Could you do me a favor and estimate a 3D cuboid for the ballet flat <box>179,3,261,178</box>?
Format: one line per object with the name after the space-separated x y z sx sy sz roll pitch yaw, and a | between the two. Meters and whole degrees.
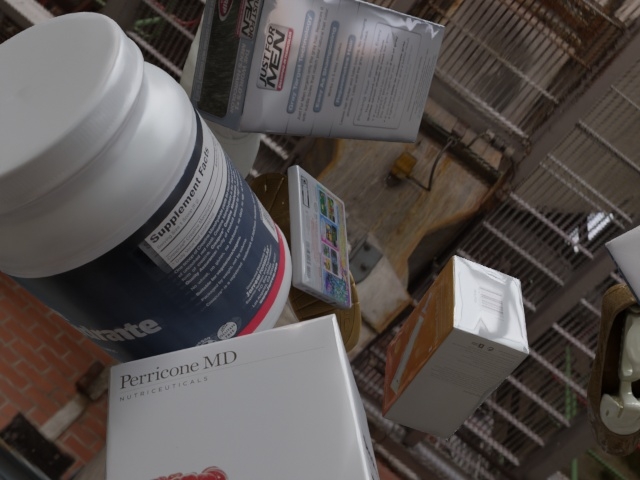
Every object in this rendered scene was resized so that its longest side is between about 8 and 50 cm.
-0.125 -0.276 1.028 0.139 0.139 0.401 5 -99 18 | ballet flat

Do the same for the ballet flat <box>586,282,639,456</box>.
0.571 0.253 1.288 0.116 0.124 0.343 6 -84 7 | ballet flat

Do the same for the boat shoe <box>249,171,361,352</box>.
-0.028 0.039 0.995 0.277 0.098 0.096 66 -21 10 | boat shoe

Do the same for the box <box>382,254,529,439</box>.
0.284 0.240 1.513 0.168 0.215 0.345 20 -49 -8 | box

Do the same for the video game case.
0.000 0.000 0.896 0.019 0.143 0.157 -13 -112 23 | video game case

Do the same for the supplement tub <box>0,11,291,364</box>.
-0.155 -0.020 0.559 0.191 0.191 0.272 -7 -38 22 | supplement tub

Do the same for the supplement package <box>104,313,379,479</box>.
-0.036 0.230 0.467 0.177 0.293 0.175 -14 -40 1 | supplement package

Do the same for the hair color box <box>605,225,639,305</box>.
0.443 0.109 0.668 0.173 0.347 0.105 -32 -46 20 | hair color box

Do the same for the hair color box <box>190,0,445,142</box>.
0.009 -0.244 0.965 0.113 0.374 0.186 26 -69 37 | hair color box
